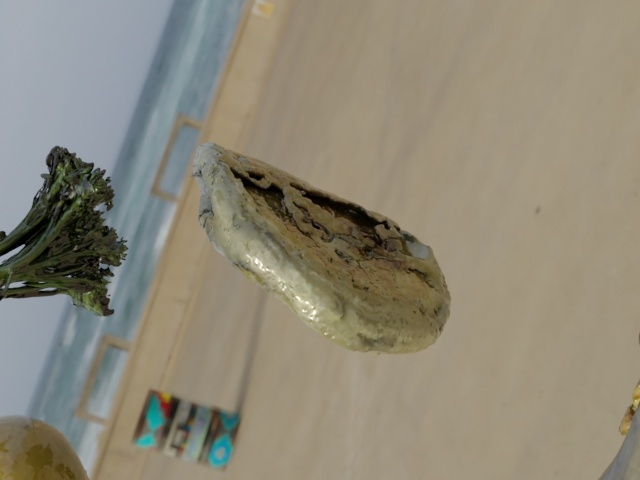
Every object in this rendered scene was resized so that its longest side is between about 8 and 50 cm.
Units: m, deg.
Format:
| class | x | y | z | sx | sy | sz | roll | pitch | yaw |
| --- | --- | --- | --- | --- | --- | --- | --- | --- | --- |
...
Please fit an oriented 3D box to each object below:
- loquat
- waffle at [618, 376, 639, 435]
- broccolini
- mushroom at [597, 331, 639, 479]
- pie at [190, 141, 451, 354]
| class | x | y | z | sx | sy | sz | roll | pitch | yaw |
| --- | --- | --- | --- | --- | --- | --- | --- | --- | --- |
| loquat | -0.323 | 0.278 | 1.291 | 0.172 | 0.149 | 0.204 | 60 | -175 | -55 |
| waffle | 0.553 | 0.212 | 1.599 | 0.151 | 0.261 | 0.324 | -9 | -56 | -56 |
| broccolini | -0.237 | -0.019 | 0.845 | 0.062 | 0.271 | 0.123 | -3 | 80 | 38 |
| mushroom | 0.225 | 0.166 | 0.792 | 0.108 | 0.096 | 0.247 | -112 | 31 | -58 |
| pie | 0.000 | 0.000 | 1.259 | 0.077 | 0.339 | 0.339 | -56 | 13 | 15 |
